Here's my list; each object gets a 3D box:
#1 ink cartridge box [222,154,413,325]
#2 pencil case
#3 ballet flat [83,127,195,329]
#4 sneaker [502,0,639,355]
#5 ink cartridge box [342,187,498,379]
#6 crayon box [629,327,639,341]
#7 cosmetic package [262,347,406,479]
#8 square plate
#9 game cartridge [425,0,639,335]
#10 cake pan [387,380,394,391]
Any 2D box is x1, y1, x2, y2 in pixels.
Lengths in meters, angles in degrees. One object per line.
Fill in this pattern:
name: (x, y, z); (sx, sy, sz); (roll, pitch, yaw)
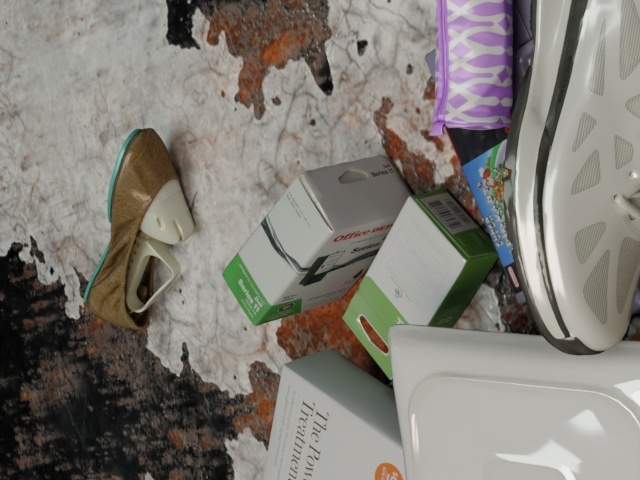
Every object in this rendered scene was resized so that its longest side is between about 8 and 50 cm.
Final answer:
ink cartridge box: (0.000, 0.000, 1.691); (0.087, 0.153, 0.208); (58, 137, 19)
pencil case: (0.152, -0.211, 1.435); (0.086, 0.088, 0.206); (0, 94, 53)
ballet flat: (-0.249, -0.001, 2.019); (0.124, 0.116, 0.342); (32, 125, 15)
sneaker: (0.315, -0.108, 1.245); (0.257, 0.169, 0.447); (6, 96, 36)
ink cartridge box: (0.114, 0.052, 1.645); (0.109, 0.062, 0.209); (51, 133, 27)
crayon box: (0.358, 0.213, 1.398); (0.202, 0.081, 0.318); (49, 133, 26)
cosmetic package: (0.049, 0.362, 1.697); (0.284, 0.097, 0.377); (29, 121, 37)
square plate: (0.219, 0.264, 1.418); (0.344, 0.049, 0.347); (2, 104, 35)
game cartridge: (0.249, -0.082, 1.463); (0.230, 0.068, 0.355); (-31, 77, 44)
cake pan: (0.162, 0.268, 1.657); (0.293, 0.054, 0.293); (15, 111, 45)
